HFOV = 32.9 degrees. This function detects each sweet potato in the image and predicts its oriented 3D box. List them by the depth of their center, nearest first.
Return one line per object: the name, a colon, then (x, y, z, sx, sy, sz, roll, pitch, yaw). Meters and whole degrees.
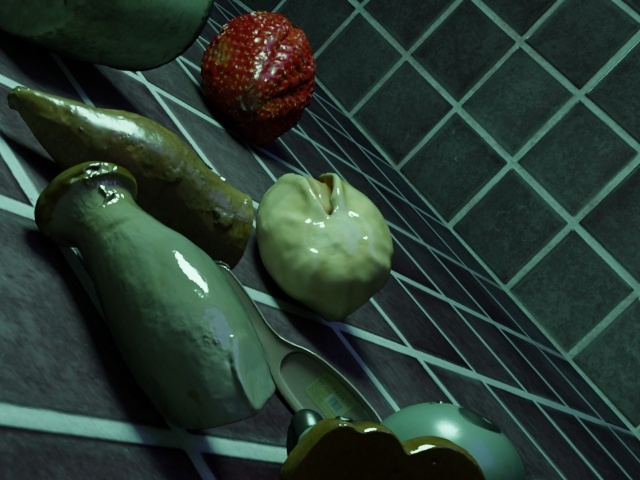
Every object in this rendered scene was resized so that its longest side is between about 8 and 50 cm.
sweet potato: (-0.227, -0.093, 1.317, 0.337, 0.131, 0.131, 40, 12, -26)

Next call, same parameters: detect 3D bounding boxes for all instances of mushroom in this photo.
mushroom: (-0.158, 0.053, 1.042, 0.350, 0.128, 0.128, 47, 11, 30)

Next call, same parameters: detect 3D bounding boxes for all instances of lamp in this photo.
lamp: (0.091, 0.244, 1.094, 0.244, 0.197, 0.197, 22, 20, -23)

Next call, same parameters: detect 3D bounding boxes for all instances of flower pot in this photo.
flower pot: (-0.348, -0.408, 1.608, 0.293, 0.293, 0.330, 46, 16, 9)

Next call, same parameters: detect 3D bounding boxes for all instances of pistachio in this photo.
pistachio: (0.000, 0.000, 1.634, 0.194, 0.213, 0.318, -4, 17, -11)

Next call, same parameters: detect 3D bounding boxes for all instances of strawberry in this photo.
strawberry: (-0.127, -0.338, 2.238, 0.250, 0.238, 0.288, 38, 22, -8)

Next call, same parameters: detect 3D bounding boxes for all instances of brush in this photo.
brush: (-0.043, 0.144, 1.287, 0.313, 0.072, 0.067, 44, -12, 16)

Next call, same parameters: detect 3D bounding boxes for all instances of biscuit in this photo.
biscuit: (0.089, 0.270, 0.976, 0.295, 0.186, 0.044, 46, -12, -15)

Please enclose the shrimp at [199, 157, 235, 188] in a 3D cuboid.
shrimp: (-0.174, -0.099, 1.728, 0.124, 0.034, 0.178, 47, 10, 27)
